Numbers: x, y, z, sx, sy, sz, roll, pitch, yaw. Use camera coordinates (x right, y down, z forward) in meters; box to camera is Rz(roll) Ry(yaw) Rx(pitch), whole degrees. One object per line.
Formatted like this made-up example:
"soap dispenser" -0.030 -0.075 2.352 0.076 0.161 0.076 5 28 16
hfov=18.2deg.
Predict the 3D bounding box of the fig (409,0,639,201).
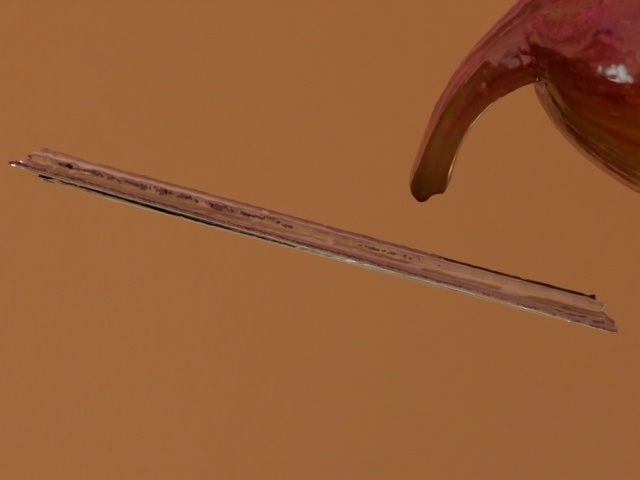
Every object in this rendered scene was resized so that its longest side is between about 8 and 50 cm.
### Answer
"fig" 0.150 -0.094 0.922 0.207 0.175 0.175 -1 -113 -7

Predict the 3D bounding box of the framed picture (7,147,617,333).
"framed picture" 0.000 0.000 0.953 0.273 0.216 0.016 15 -90 1
